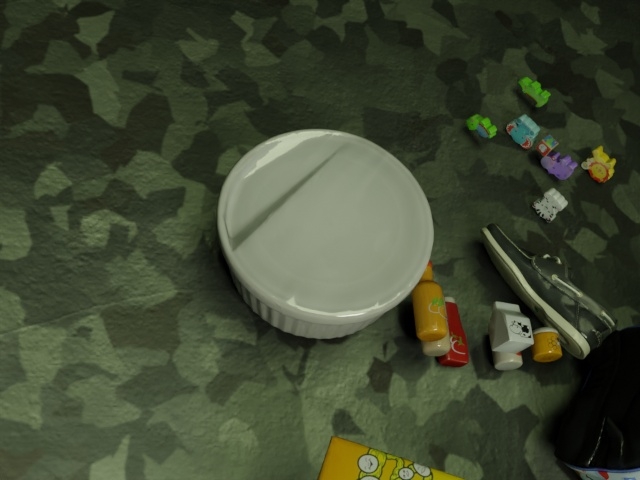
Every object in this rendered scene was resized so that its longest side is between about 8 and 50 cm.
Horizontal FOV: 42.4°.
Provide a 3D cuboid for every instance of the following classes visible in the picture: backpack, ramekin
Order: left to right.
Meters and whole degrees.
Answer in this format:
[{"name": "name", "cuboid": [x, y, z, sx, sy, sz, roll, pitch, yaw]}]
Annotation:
[{"name": "ramekin", "cuboid": [0.000, 0.000, 1.059, 0.272, 0.127, 0.273, 4, 61, -6]}, {"name": "backpack", "cuboid": [0.443, 0.237, 1.063, 0.263, 0.276, 0.213, -39, 95, -28]}]

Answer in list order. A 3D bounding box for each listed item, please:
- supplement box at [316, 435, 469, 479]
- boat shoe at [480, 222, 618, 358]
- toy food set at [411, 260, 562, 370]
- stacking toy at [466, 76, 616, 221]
[{"name": "supplement box", "cuboid": [0.147, 0.371, 0.843, 0.356, 0.195, 0.194, 16, 57, 10]}, {"name": "boat shoe", "cuboid": [0.317, 0.058, 1.173, 0.079, 0.084, 0.233, -38, 66, -5]}, {"name": "toy food set", "cuboid": [0.210, 0.105, 1.114, 0.232, 0.111, 0.105, 10, 59, -23]}, {"name": "stacking toy", "cuboid": [0.356, -0.151, 1.340, 0.167, 0.052, 0.221, -34, 78, -33]}]
